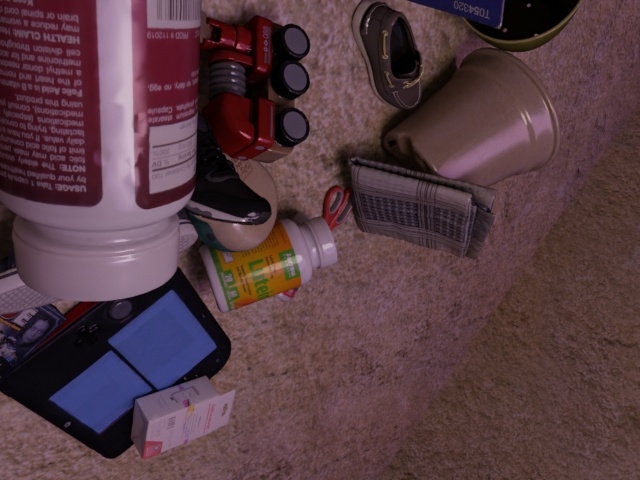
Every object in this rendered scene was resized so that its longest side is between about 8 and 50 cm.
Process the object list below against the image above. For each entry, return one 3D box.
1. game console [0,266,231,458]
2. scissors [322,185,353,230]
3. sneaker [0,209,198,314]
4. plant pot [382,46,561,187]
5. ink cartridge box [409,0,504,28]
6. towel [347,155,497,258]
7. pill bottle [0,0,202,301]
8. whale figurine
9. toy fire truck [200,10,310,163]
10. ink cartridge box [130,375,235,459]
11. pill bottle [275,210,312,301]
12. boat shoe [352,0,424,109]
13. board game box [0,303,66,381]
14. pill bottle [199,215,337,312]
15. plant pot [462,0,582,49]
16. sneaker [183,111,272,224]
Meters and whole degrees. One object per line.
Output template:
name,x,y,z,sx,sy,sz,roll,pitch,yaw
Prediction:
game console,-0.355,0.233,1.087,0.342,0.060,0.386,-43,143,-19
scissors,0.000,0.000,1.366,0.109,0.021,0.297,14,104,-57
sneaker,-0.352,0.001,0.839,0.321,0.127,0.126,-22,168,-34
plant pot,0.332,-0.233,1.364,0.305,0.334,0.334,-34,141,-12
ink cartridge box,0.139,-0.505,0.858,0.071,0.324,0.330,-36,140,-26
towel,0.225,-0.057,1.305,0.312,0.324,0.056,75,33,-61
pill bottle,-0.249,-0.147,0.637,0.224,0.224,0.392,-16,123,-44
whale figurine,-0.184,-0.105,0.978,0.272,0.141,0.216,64,34,-30
toy fire truck,-0.137,-0.249,0.855,0.246,0.158,0.217,8,78,-35
ink cartridge box,-0.282,0.357,1.182,0.198,0.067,0.115,-10,129,-40
pill bottle,-0.063,0.032,1.238,0.180,0.108,0.108,-57,146,1
boat shoe,0.161,-0.370,1.202,0.109,0.091,0.305,-52,146,-7
board game box,-0.508,0.109,0.811,0.165,0.042,0.243,-47,145,-14
pill bottle,-0.098,0.037,1.107,0.246,0.136,0.136,-19,135,-12
plant pot,0.467,-0.550,1.317,0.274,0.275,0.293,-64,161,11
sneaker,-0.185,-0.121,0.810,0.124,0.283,0.107,-67,164,13
